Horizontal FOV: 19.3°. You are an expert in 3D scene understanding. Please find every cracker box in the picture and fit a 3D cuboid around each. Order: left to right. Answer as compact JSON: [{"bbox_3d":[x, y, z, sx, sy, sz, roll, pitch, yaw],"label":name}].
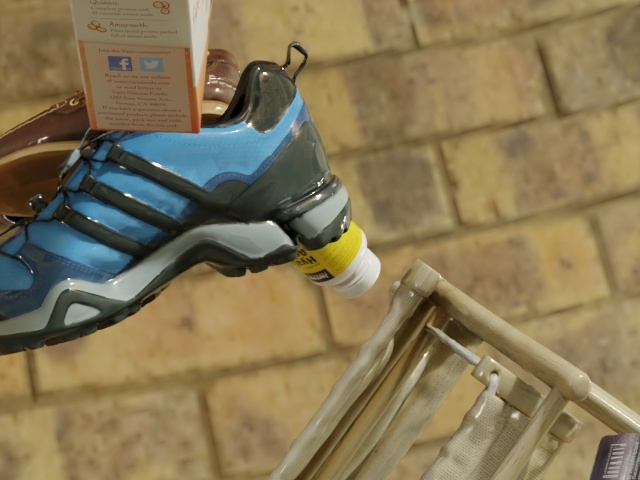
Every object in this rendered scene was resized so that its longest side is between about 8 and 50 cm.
[{"bbox_3d":[-0.092,-0.185,0.974,0.067,0.156,0.232,2,-33,2],"label":"cracker box"}]

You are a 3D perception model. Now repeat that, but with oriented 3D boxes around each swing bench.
[{"bbox_3d":[0.066,0.167,1.236,0.165,0.255,0.253,35,-90,-40],"label":"swing bench"}]

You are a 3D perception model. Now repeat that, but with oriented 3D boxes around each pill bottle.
[{"bbox_3d":[0.000,0.000,1.654,0.065,0.065,0.116,-26,-51,29],"label":"pill bottle"}]

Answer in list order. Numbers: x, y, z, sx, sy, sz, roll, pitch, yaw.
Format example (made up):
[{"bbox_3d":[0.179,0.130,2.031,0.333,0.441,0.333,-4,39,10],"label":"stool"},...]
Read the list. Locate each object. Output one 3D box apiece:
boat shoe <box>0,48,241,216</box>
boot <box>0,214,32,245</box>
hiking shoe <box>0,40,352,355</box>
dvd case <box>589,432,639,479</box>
[{"bbox_3d":[-0.148,-0.075,1.312,0.207,0.073,0.073,-15,-35,13],"label":"boat shoe"},{"bbox_3d":[-0.320,-0.018,1.832,0.207,0.090,0.248,16,-9,27],"label":"boot"},{"bbox_3d":[-0.136,-0.019,1.191,0.304,0.132,0.113,-21,9,-18],"label":"hiking shoe"},{"bbox_3d":[0.210,0.140,0.800,0.221,0.164,0.018,-8,-53,29],"label":"dvd case"}]
